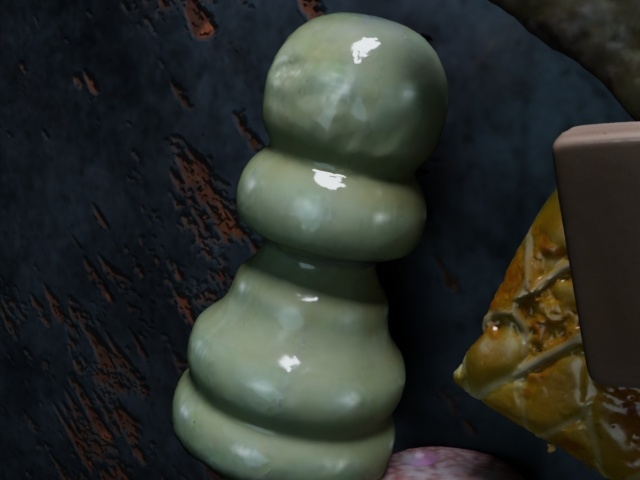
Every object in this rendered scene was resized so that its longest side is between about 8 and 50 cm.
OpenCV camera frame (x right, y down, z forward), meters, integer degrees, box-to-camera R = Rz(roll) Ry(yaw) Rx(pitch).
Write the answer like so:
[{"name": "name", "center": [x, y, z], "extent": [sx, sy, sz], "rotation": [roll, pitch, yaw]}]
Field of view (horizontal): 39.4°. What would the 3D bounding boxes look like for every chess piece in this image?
[{"name": "chess piece", "center": [0.000, 0.000, 0.486], "extent": [0.133, 0.133, 0.243], "rotation": [20, 107, 27]}]

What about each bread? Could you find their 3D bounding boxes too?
[{"name": "bread", "center": [0.172, 0.059, 0.419], "extent": [0.188, 0.068, 0.125], "rotation": [31, 116, 22]}]

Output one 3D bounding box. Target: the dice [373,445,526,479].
[{"name": "dice", "center": [0.068, 0.175, 0.501], "extent": [0.094, 0.091, 0.093], "rotation": [3, 103, 31]}]

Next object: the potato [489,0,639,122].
[{"name": "potato", "center": [0.159, -0.113, 0.359], "extent": [0.243, 0.098, 0.138], "rotation": [42, 130, 9]}]

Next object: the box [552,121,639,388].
[{"name": "box", "center": [0.127, 0.008, 0.366], "extent": [0.048, 0.025, 0.115], "rotation": [-2, 114, 34]}]
